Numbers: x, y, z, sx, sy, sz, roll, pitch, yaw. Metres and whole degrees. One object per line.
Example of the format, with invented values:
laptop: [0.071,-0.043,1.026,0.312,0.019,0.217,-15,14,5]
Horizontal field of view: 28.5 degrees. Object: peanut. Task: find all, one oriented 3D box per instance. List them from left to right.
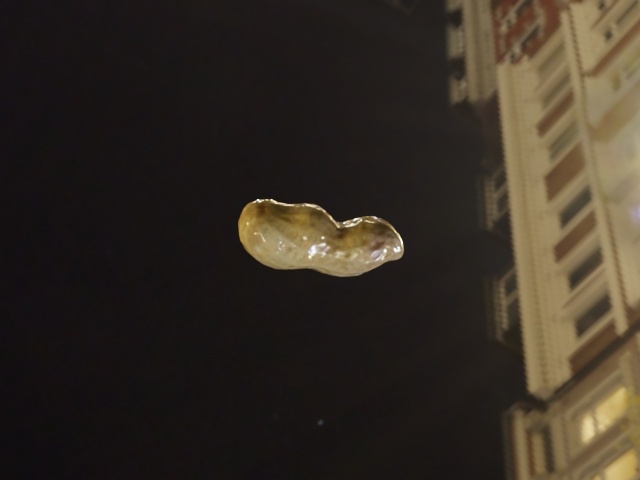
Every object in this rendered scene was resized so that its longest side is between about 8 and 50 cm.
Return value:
peanut: [0.000,-0.001,1.707,0.228,0.104,0.085,10,-131,-7]
